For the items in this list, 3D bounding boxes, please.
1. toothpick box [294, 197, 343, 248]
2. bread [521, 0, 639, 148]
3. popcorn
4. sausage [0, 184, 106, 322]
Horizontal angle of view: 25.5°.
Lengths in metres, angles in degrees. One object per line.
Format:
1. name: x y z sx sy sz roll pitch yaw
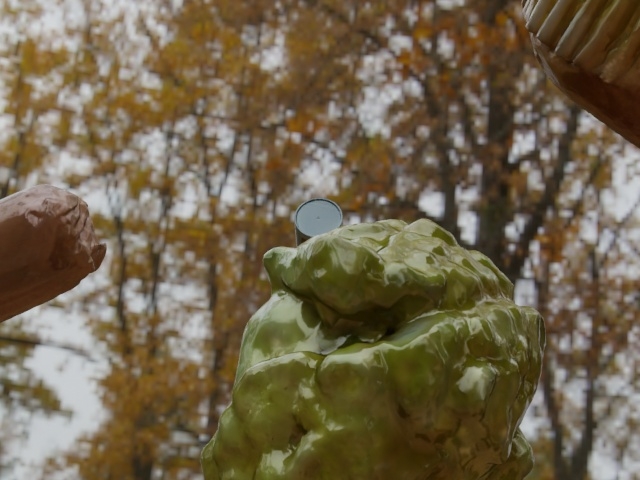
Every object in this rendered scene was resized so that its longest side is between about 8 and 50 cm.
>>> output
1. toothpick box: 0.000 0.000 1.458 0.052 0.052 0.083 3 -34 6
2. bread: 0.263 -0.111 0.835 0.288 0.204 0.156 27 -61 0
3. popcorn: 0.032 0.101 0.863 0.194 0.256 0.255 9 -35 16
4. sausage: -0.296 0.041 1.066 0.289 0.086 0.086 -24 -31 12
